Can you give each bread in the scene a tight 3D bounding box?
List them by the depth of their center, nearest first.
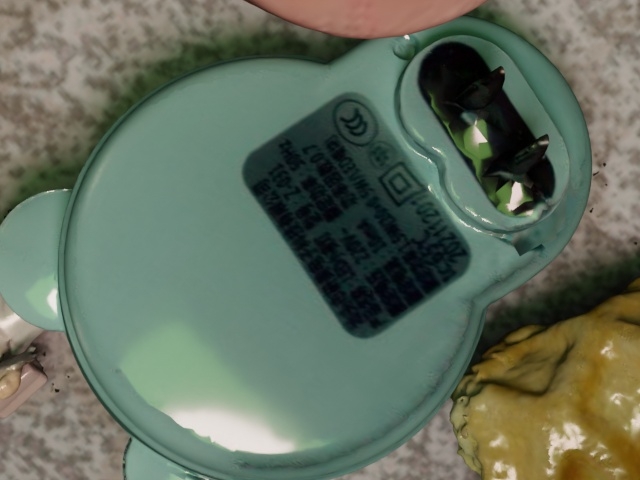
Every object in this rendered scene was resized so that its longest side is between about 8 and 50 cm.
[{"bbox_3d":[0.198,0.079,0.854,0.267,0.130,0.152,-25,140,7],"label":"bread"}]

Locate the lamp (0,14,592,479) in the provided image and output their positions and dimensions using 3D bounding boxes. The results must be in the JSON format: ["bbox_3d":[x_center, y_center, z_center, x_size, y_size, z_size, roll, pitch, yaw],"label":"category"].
[{"bbox_3d":[0.000,0.000,0.822,0.284,0.147,0.209,-34,90,9],"label":"lamp"}]

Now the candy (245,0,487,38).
[{"bbox_3d":[0.024,-0.209,0.753,0.255,0.094,0.255,-13,116,-28],"label":"candy"}]

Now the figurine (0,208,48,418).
[{"bbox_3d":[-0.222,0.083,0.874,0.229,0.112,0.137,-44,72,4],"label":"figurine"}]
